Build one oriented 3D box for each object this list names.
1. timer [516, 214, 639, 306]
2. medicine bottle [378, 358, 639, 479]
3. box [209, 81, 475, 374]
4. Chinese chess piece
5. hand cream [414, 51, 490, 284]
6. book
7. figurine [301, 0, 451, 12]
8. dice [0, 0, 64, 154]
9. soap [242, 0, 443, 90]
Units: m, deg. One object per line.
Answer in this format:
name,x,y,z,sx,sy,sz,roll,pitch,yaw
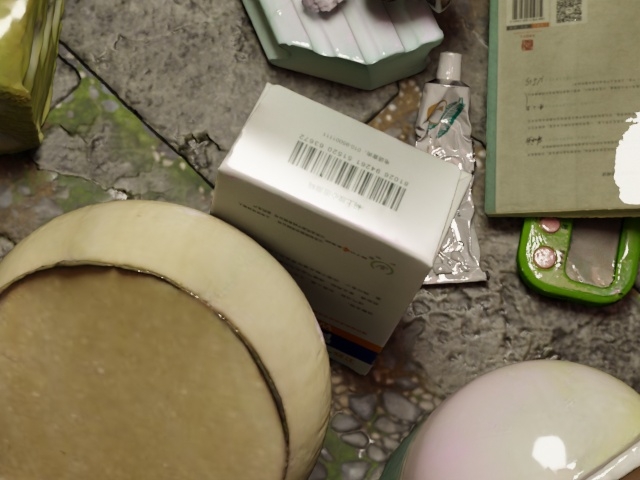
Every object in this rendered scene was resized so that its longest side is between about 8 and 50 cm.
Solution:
timer,0.278,0.000,1.394,0.128,0.047,0.140,13,72,1
medicine bottle,0.185,0.228,1.125,0.236,0.406,0.235,2,73,-5
box,0.000,0.000,1.227,0.200,0.299,0.106,25,63,1
Chinese chess piece,-0.158,0.130,1.167,0.338,0.338,0.140,26,30,2
hand cream,0.135,-0.078,1.402,0.084,0.050,0.257,0,82,-6
book,0.280,-0.163,1.383,0.215,0.025,0.282,0,76,19
figurine,0.053,-0.319,1.330,0.240,0.116,0.174,19,71,-2
dice,-0.375,-0.229,1.293,0.227,0.233,0.238,5,72,-4
soap,-0.005,-0.302,1.428,0.173,0.095,0.289,-21,77,-13
